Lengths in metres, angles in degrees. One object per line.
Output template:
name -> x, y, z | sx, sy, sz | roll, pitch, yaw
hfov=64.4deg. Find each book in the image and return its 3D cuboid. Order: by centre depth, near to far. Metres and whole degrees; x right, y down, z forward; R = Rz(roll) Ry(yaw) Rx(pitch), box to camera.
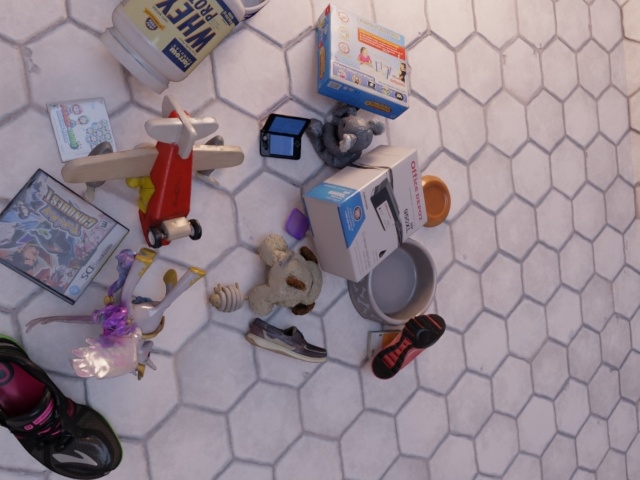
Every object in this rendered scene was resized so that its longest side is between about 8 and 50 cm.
book -> 0.238, 0.377, 1.849 | 0.144, 0.035, 0.096 | 3, 94, -28

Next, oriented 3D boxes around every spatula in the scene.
spatula -> 0.000, 0.000, 1.711 | 0.296, 0.030, 0.084 | 35, 76, -25

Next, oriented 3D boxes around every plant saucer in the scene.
plant saucer -> 0.425, -0.149, 1.935 | 0.199, 0.037, 0.200 | -1, 92, -28

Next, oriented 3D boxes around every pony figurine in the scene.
pony figurine -> -0.505, 0.202, 1.312 | 0.351, 0.302, 0.364 | 22, 96, -55

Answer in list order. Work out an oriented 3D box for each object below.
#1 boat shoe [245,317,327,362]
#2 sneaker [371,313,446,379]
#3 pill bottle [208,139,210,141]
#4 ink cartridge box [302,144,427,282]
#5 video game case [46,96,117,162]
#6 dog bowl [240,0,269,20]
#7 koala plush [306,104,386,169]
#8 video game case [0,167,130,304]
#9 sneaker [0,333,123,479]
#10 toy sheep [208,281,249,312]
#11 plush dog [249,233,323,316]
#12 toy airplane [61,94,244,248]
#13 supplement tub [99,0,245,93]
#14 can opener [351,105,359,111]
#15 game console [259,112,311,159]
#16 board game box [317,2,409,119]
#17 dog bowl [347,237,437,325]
boat shoe -> -0.096, 0.320, 1.629 | 0.285, 0.103, 0.093 | 21, 86, -21
sneaker -> 0.303, 0.369, 1.801 | 0.313, 0.136, 0.116 | -37, 74, -6
pill bottle -> -0.307, -0.263, 1.531 | 0.083, 0.043, 0.043 | 35, 75, -25
ink cartridge box -> 0.159, -0.099, 1.647 | 0.395, 0.166, 0.286 | -37, 127, -33
video game case -> -0.638, -0.298, 1.366 | 0.143, 0.019, 0.157 | -16, 98, -28
dog bowl -> -0.264, -0.798, 1.508 | 0.264, 0.104, 0.265 | -1, 91, -29
koala plush -> 0.096, -0.336, 1.647 | 0.196, 0.221, 0.203 | -29, 105, -25
video game case -> -0.692, -0.007, 1.334 | 0.275, 0.035, 0.248 | 39, 74, -24
sneaker -> -0.690, 0.441, 1.250 | 0.185, 0.202, 0.483 | -47, 111, -19
toy sheep -> -0.275, 0.175, 1.538 | 0.132, 0.091, 0.091 | -2, 92, -34
plush dog -> -0.074, 0.124, 1.604 | 0.225, 0.210, 0.263 | 12, 87, -55
toy airplane -> -0.421, -0.202, 1.344 | 0.384, 0.272, 0.386 | -47, 145, -6
supplement tub -> -0.385, -0.571, 1.329 | 0.325, 0.235, 0.235 | -44, 112, 6
can opener -> 0.141, -0.536, 1.770 | 0.059, 0.073, 0.186 | 23, 73, 13
game console -> -0.111, -0.326, 1.613 | 0.143, 0.085, 0.124 | 2, 90, -28
board game box -> 0.140, -0.588, 1.686 | 0.308, 0.086, 0.302 | 12, 66, -27
dog bowl -> 0.270, 0.143, 1.822 | 0.348, 0.102, 0.349 | 0, 91, -29
